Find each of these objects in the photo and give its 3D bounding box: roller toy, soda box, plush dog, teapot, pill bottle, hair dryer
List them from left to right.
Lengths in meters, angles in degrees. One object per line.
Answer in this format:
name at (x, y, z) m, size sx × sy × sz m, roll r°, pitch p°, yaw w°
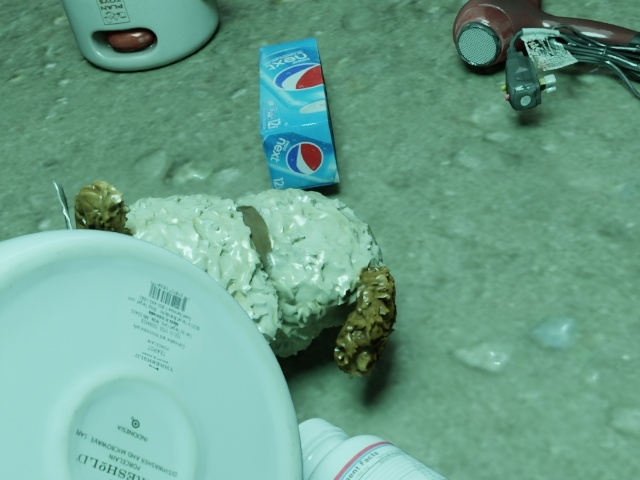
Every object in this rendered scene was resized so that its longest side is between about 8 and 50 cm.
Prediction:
teapot at (-0.150, 0.123, 0.482) m, size 0.187 × 0.256 × 0.252 m, roll -23°, pitch 3°, yaw 43°
roller toy at (-0.234, -0.322, 1.176) m, size 0.191 × 0.146 × 0.209 m, roll -33°, pitch 45°, yaw -23°
plush dog at (-0.063, 0.025, 0.693) m, size 0.225 × 0.211 × 0.262 m, roll -14°, pitch 37°, yaw -22°
soda box at (-0.024, -0.134, 0.946) m, size 0.067 × 0.071 × 0.210 m, roll -10°, pitch 34°, yaw 2°
pill bottle at (0.043, 0.176, 0.565) m, size 0.160 × 0.087 × 0.087 m, roll 26°, pitch 52°, yaw 37°
hair dryer at (0.259, -0.221, 1.014) m, size 0.223 × 0.080 × 0.293 m, roll -3°, pitch 43°, yaw -14°

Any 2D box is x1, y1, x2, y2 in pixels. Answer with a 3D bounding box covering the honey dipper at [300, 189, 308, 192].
honey dipper at (0.000, 0.000, 0.833) m, size 0.030 × 0.030 × 0.161 m, roll -16°, pitch 36°, yaw -5°
